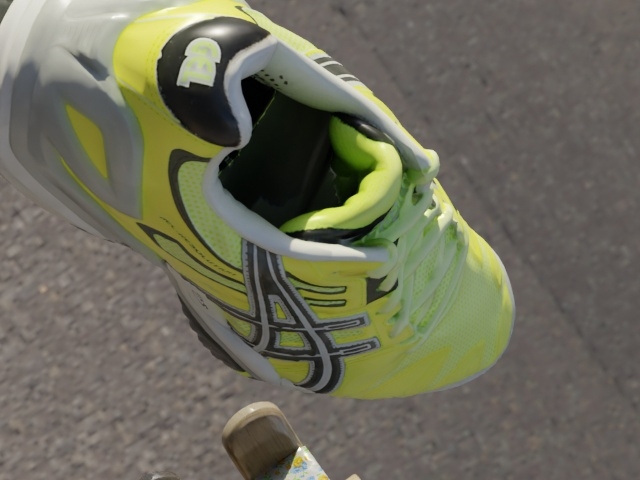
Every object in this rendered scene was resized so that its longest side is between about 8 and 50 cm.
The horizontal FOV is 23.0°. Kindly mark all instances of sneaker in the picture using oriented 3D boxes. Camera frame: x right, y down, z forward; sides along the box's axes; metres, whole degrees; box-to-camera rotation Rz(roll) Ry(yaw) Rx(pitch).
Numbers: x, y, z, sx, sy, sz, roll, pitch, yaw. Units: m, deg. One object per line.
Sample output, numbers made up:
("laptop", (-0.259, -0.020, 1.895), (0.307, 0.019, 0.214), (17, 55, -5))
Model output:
("sneaker", (0.000, 0.000, 0.775), (0.384, 0.147, 0.145), (31, 78, -48))

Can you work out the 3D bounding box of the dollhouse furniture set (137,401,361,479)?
("dollhouse furniture set", (-0.067, 0.213, 0.881), (0.212, 0.242, 0.161), (47, -11, 45))
